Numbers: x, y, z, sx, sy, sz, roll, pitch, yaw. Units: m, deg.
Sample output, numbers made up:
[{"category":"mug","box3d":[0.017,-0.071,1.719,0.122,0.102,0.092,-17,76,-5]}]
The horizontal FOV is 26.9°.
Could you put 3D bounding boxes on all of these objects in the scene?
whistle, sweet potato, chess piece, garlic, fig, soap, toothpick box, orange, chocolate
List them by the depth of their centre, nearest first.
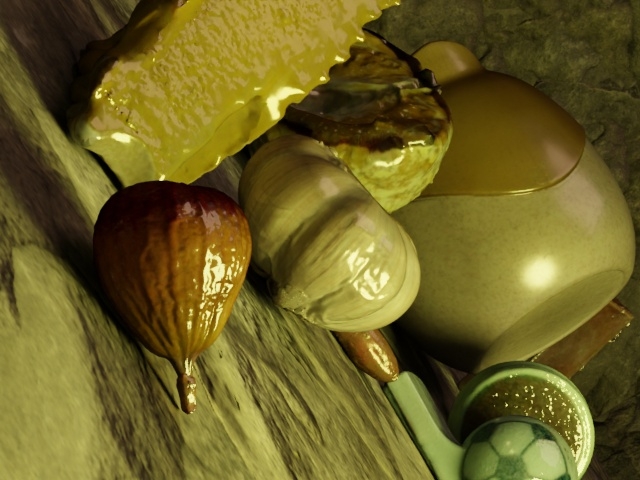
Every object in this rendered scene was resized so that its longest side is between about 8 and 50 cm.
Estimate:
[{"category":"fig","box3d":[-0.110,0.029,0.932,0.119,0.153,0.119,13,14,-3]},{"category":"soap","box3d":[-0.052,-0.196,1.195,0.169,0.338,0.304,51,8,-20]},{"category":"garlic","box3d":[0.001,0.002,1.385,0.228,0.152,0.228,46,11,-12]},{"category":"sweet potato","box3d":[0.024,0.079,1.559,0.214,0.050,0.050,56,8,-13]},{"category":"whistle","box3d":[0.216,0.258,1.621,0.290,0.163,0.163,59,9,18]},{"category":"orange","box3d":[0.019,-0.145,1.804,0.369,0.271,0.210,-114,-149,-50]},{"category":"chess piece","box3d":[0.263,0.258,1.867,0.194,0.194,0.299,56,-1,1]},{"category":"toothpick box","box3d":[0.230,-0.045,2.029,0.425,0.409,0.409,58,9,22]},{"category":"chocolate","box3d":[0.370,0.193,2.264,0.112,0.321,0.112,35,14,-44]}]
